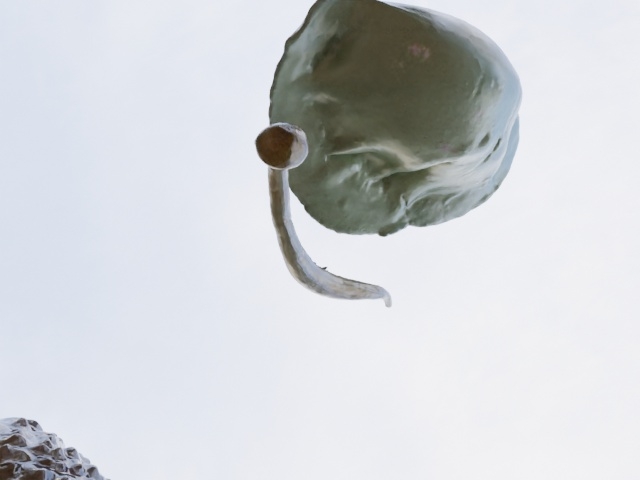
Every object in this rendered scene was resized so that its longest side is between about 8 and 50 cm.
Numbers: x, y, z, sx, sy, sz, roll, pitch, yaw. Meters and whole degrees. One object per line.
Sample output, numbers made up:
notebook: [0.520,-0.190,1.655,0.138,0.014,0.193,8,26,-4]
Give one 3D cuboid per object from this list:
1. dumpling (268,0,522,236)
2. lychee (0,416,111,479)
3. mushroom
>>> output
dumpling: [0.098,-0.155,1.326,0.320,0.212,0.270,23,-50,-7]
lychee: [-0.324,0.351,1.008,0.380,0.432,0.381,29,-45,33]
mushroom: [0.000,0.002,1.005,0.068,0.306,0.043,-16,-126,9]
